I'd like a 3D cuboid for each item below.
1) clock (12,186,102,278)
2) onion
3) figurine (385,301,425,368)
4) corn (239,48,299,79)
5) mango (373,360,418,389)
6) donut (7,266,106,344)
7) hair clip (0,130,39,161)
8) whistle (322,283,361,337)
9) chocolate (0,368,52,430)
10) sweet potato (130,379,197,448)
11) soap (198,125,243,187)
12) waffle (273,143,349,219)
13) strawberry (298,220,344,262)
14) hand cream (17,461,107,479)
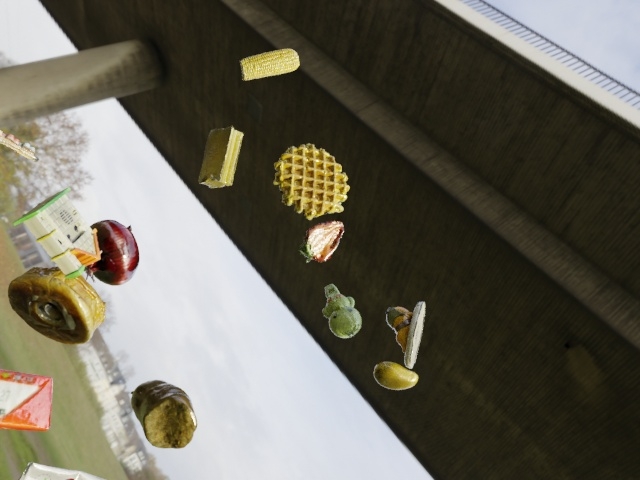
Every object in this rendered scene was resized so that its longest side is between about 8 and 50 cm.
[{"bbox_3d":[-0.860,-0.016,1.751,0.220,0.106,0.255,-88,153,-65],"label":"clock"},{"bbox_3d":[-0.851,0.063,2.049,0.273,0.285,0.273,16,-57,26],"label":"onion"},{"bbox_3d":[0.301,0.341,1.953,0.141,0.249,0.166,10,-20,20],"label":"figurine"},{"bbox_3d":[-0.203,-0.700,2.066,0.093,0.244,0.093,49,-30,42],"label":"corn"},{"bbox_3d":[0.273,0.492,1.885,0.161,0.076,0.103,12,-63,2],"label":"mango"},{"bbox_3d":[-0.929,0.219,1.857,0.330,0.160,0.330,10,-50,13],"label":"donut"},{"bbox_3d":[-0.884,-0.283,1.455,0.062,0.214,0.056,-2,-104,26],"label":"hair clip"},{"bbox_3d":[0.075,0.276,2.119,0.141,0.141,0.294,102,-30,-47],"label":"whistle"},{"bbox_3d":[-1.005,0.463,1.535,0.360,0.341,0.161,-18,-122,47],"label":"chocolate"},{"bbox_3d":[-0.469,0.492,1.534,0.370,0.158,0.157,9,-59,59],"label":"sweet potato"},{"bbox_3d":[-0.387,-0.322,2.012,0.135,0.076,0.233,-1,-110,37],"label":"soap"},{"bbox_3d":[-0.036,-0.234,1.984,0.329,0.329,0.062,58,-27,7],"label":"waffle"},{"bbox_3d":[-0.003,0.002,1.978,0.085,0.140,0.192,1,-109,69],"label":"strawberry"},{"bbox_3d":[-0.743,0.741,1.540,0.076,0.121,0.336,0,-27,39],"label":"hand cream"}]
